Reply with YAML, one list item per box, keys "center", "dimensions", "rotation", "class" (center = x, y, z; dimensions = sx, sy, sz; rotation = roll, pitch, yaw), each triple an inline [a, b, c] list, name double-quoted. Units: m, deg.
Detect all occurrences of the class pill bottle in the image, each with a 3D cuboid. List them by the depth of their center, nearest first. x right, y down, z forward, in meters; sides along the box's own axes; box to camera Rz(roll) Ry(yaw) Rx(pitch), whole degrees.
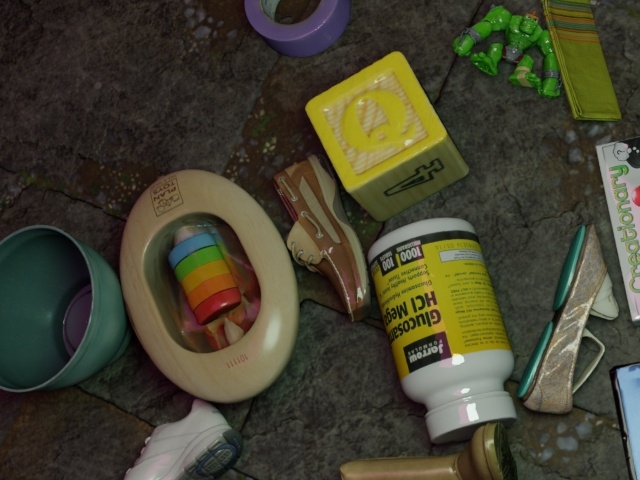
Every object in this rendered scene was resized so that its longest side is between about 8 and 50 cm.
- center: [0.202, 0.146, 1.867]
  dimensions: [0.188, 0.188, 0.334]
  rotation: [-19, 69, 13]
  class: "pill bottle"

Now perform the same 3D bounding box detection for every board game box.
- center: [0.570, -0.028, 1.867]
  dimensions: [0.193, 0.053, 0.305]
  rotation: [-13, 71, 15]
  class: "board game box"

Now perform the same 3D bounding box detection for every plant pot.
- center: [-0.460, 0.137, 2.080]
  dimensions: [0.293, 0.196, 0.293]
  rotation: [-8, 73, 28]
  class: "plant pot"

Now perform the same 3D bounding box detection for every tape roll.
- center: [-0.042, -0.446, 2.184]
  dimensions: [0.189, 0.080, 0.189]
  rotation: [-5, 74, 17]
  class: "tape roll"

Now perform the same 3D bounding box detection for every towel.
- center: [0.448, -0.314, 1.979]
  dimensions: [0.102, 0.021, 0.237]
  rotation: [-2, 69, -25]
  class: "towel"

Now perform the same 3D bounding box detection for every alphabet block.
- center: [0.117, -0.173, 1.985]
  dimensions: [0.193, 0.197, 0.192]
  rotation: [-31, 67, 8]
  class: "alphabet block"

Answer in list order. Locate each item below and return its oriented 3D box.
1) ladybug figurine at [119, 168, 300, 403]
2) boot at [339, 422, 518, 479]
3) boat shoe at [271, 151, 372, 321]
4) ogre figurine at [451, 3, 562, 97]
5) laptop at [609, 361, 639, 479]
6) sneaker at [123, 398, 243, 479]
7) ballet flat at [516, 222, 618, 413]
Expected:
- center: [-0.185, 0.078, 2.033]
  dimensions: [0.305, 0.162, 0.449]
  rotation: [-27, 68, 10]
  class: "ladybug figurine"
- center: [0.161, 0.359, 1.799]
  dimensions: [0.269, 0.236, 0.089]
  rotation: [-5, 56, 14]
  class: "boot"
- center: [0.000, 0.000, 2.009]
  dimensions: [0.120, 0.122, 0.324]
  rotation: [-17, 59, -5]
  class: "boat shoe"
- center: [0.337, -0.336, 2.011]
  dimensions: [0.197, 0.097, 0.118]
  rotation: [19, 74, 16]
  class: "ogre figurine"
- center: [0.578, 0.269, 1.731]
  dimensions: [0.136, 0.264, 0.234]
  rotation: [-1, 71, -20]
  class: "laptop"
- center: [-0.271, 0.398, 2.017]
  dimensions: [0.297, 0.111, 0.129]
  rotation: [-38, 51, 1]
  class: "sneaker"
- center: [0.414, 0.132, 1.861]
  dimensions: [0.106, 0.107, 0.316]
  rotation: [21, 87, 3]
  class: "ballet flat"
